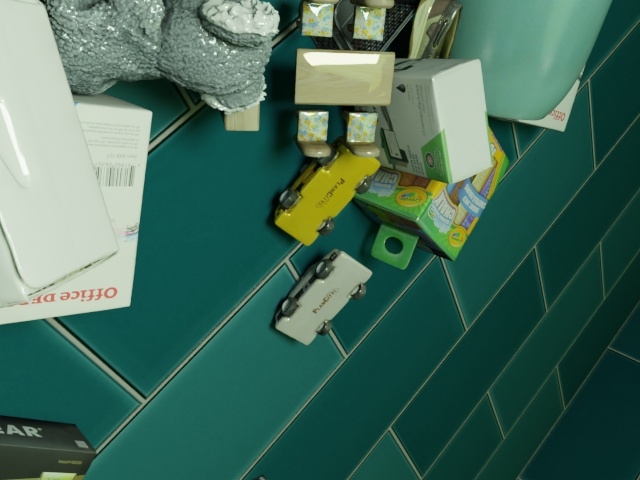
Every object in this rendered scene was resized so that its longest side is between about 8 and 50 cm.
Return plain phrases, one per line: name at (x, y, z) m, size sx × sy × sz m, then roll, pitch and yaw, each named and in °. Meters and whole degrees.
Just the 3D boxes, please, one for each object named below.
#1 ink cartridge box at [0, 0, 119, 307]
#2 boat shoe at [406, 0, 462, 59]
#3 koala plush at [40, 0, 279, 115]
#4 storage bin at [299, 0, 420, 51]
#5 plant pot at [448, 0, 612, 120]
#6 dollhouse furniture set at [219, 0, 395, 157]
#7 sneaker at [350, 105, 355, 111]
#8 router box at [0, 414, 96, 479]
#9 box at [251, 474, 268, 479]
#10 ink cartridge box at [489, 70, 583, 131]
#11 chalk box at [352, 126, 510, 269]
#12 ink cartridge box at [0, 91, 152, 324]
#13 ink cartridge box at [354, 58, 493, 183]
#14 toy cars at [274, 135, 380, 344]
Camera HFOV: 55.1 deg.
ink cartridge box at (-0.351, -0.048, 0.494) m, size 0.131 × 0.306 × 0.226 m, roll -50°, pitch 128°, yaw -71°
boat shoe at (0.185, -0.290, 1.022) m, size 0.080 × 0.073 × 0.223 m, roll -33°, pitch 138°, yaw -44°
koala plush at (-0.151, -0.215, 0.624) m, size 0.221 × 0.196 × 0.203 m, roll 20°, pitch 68°, yaw -8°
storage bin at (0.067, -0.372, 0.958) m, size 0.180 × 0.084 × 0.122 m, roll -52°, pitch 137°, yaw -12°
plant pot at (0.336, -0.347, 1.089) m, size 0.293 × 0.293 × 0.235 m, roll -12°, pitch 120°, yaw -41°
dollhouse furniture set at (-0.013, -0.216, 0.822) m, size 0.242 × 0.161 × 0.212 m, roll -2°, pitch 114°, yaw -13°
sneaker at (0.070, -0.196, 1.063) m, size 0.082 × 0.069 × 0.209 m, roll 21°, pitch 92°, yaw -41°
router box at (-0.478, 0.340, 0.765) m, size 0.309 × 0.081 × 0.242 m, roll 28°, pitch 88°, yaw -48°
box at (-0.141, 0.522, 1.237) m, size 0.067 × 0.018 × 0.083 m, roll -9°, pitch 116°, yaw -43°
ink cartridge box at (0.462, -0.400, 1.301) m, size 0.223 × 0.129 × 0.307 m, roll -2°, pitch 110°, yaw -46°
chalk box at (0.187, -0.089, 1.144) m, size 0.179 × 0.180 × 0.289 m, roll 40°, pitch 79°, yaw -47°
ink cartridge box at (-0.311, -0.051, 0.674) m, size 0.171 × 0.168 × 0.232 m, roll -3°, pitch 111°, yaw -44°
ink cartridge box at (0.147, -0.189, 0.940) m, size 0.093 × 0.219 × 0.160 m, roll -25°, pitch 115°, yaw -22°
toy cars at (0.000, 0.000, 1.070) m, size 0.177 × 0.087 × 0.393 m, roll -6°, pitch 119°, yaw -14°
